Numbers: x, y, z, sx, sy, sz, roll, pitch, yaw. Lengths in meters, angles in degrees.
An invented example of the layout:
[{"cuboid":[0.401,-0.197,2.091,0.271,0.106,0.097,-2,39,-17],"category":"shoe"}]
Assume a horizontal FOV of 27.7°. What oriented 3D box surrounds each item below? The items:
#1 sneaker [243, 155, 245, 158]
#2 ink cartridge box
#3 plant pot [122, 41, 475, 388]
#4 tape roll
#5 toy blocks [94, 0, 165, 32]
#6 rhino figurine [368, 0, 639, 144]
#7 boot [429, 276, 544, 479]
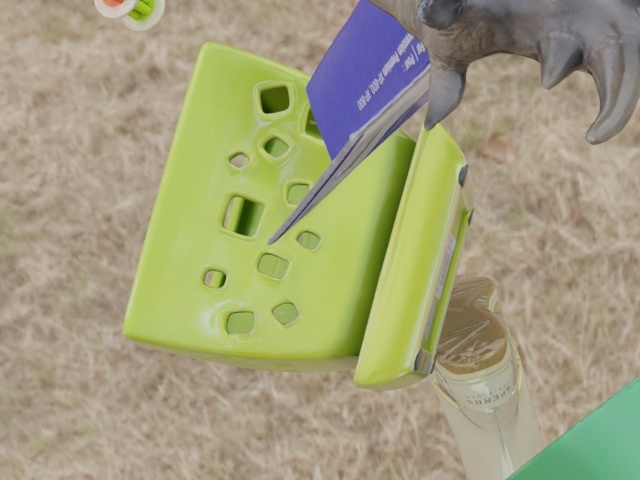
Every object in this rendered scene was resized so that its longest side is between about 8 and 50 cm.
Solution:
[{"cuboid":[-0.029,-0.097,1.456,0.083,0.222,0.118,-40,41,-14],"category":"sneaker"},{"cuboid":[0.100,-0.155,0.713,0.069,0.176,0.371,44,68,1],"category":"ink cartridge box"},{"cuboid":[0.000,0.000,0.991,0.207,0.228,0.227,14,85,11],"category":"plant pot"},{"cuboid":[0.264,0.113,0.908,0.321,0.321,0.077,-33,76,-13],"category":"tape roll"},{"cuboid":[-0.223,-0.279,1.274,0.054,0.148,0.123,-27,71,20],"category":"toy blocks"},{"cuboid":[0.041,-0.121,0.408,0.106,0.073,0.243,-14,58,-8],"category":"rhino figurine"},{"cuboid":[0.164,0.156,1.291,0.095,0.203,0.262,-19,15,2],"category":"boot"}]
